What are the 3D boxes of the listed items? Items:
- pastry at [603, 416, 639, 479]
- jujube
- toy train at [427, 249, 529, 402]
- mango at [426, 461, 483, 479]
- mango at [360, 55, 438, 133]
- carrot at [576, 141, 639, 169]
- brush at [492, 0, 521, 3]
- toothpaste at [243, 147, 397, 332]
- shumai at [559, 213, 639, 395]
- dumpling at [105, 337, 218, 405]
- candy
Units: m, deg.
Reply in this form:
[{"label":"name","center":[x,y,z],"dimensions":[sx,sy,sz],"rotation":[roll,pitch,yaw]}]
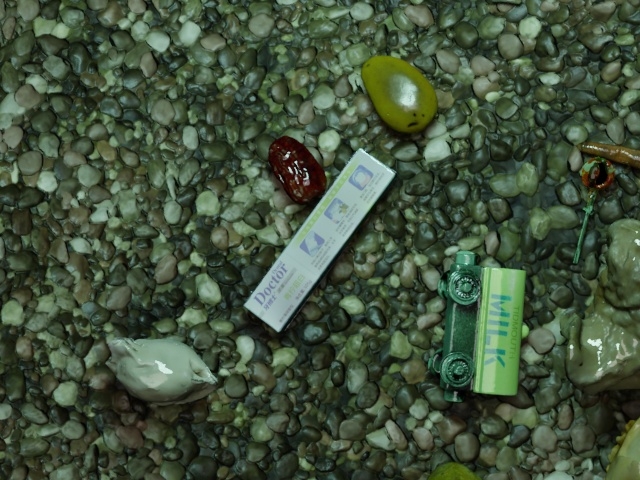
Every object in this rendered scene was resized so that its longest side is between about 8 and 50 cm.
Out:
[{"label":"pastry","center":[0.617,0.401,1.679],"dimensions":[0.409,0.245,0.410],"rotation":[-1,100,-6]},{"label":"jujube","center":[-0.041,-0.123,1.897],"dimensions":[0.077,0.077,0.129],"rotation":[-33,71,2]},{"label":"toy train","center":[0.270,0.146,1.832],"dimensions":[0.157,0.105,0.253],"rotation":[5,87,-7]},{"label":"mango","center":[0.281,0.511,1.763],"dimensions":[0.329,0.176,0.176],"rotation":[43,45,8]},{"label":"mango","center":[0.132,-0.255,1.892],"dimensions":[0.103,0.076,0.161],"rotation":[-42,74,7]},{"label":"carrot","center":[0.515,-0.143,1.862],"dimensions":[0.165,0.035,0.036],"rotation":[16,87,9]},{"label":"brush","center":[0.340,-0.552,1.913],"dimensions":[0.054,0.048,0.283],"rotation":[7,87,9]},{"label":"toothpaste","center":[0.000,0.000,1.883],"dimensions":[0.081,0.067,0.337],"rotation":[36,90,7]},{"label":"shumai","center":[0.513,0.156,1.715],"dimensions":[0.314,0.267,0.262],"rotation":[39,87,14]},{"label":"dumpling","center":[-0.275,0.226,1.867],"dimensions":[0.199,0.136,0.118],"rotation":[29,52,-12]},{"label":"candy","center":[0.453,-0.050,1.861],"dimensions":[0.055,0.049,0.185],"rotation":[14,95,14]}]
